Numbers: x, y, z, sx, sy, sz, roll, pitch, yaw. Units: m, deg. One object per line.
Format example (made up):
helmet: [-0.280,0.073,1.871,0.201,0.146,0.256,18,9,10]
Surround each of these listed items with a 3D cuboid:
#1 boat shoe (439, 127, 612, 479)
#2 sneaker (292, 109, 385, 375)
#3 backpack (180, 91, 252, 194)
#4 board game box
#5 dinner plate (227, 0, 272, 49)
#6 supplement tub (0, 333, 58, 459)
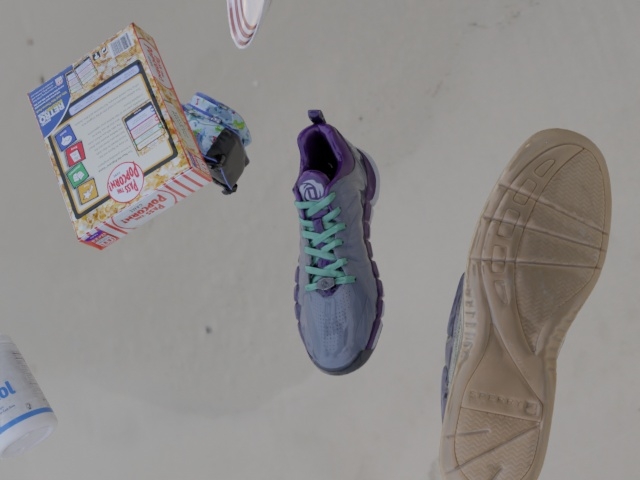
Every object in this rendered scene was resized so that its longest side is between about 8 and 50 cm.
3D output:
boat shoe: [0.145,0.056,0.732,0.092,0.102,0.285,143,140,-82]
sneaker: [0.000,0.000,0.812,0.083,0.098,0.224,-14,56,22]
backpack: [-0.143,-0.125,1.148,0.114,0.084,0.105,27,166,16]
board game box: [-0.214,-0.110,1.002,0.146,0.045,0.194,-30,67,13]
dinner plate: [-0.053,-0.224,0.767,0.141,0.017,0.141,-179,90,-70]
supplement tub: [-0.315,0.155,0.951,0.107,0.071,0.071,54,137,16]
